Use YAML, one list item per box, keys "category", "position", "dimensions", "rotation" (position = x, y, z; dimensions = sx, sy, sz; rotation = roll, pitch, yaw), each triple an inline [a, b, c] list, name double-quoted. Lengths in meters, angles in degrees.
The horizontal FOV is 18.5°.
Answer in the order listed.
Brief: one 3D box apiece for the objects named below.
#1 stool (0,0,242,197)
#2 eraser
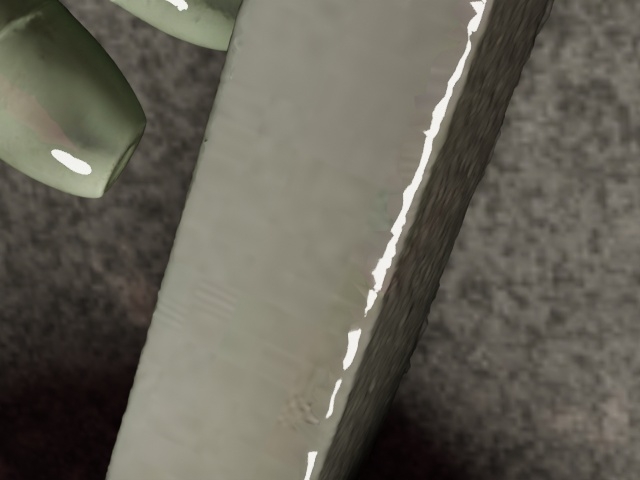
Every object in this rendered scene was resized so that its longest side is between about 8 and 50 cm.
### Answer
- category: "stool"
  position: [-0.090, -0.155, 0.606]
  dimensions: [0.199, 0.195, 0.195]
  rotation: [30, 118, 2]
- category: "eraser"
  position: [-0.001, 0.000, 0.665]
  dimensions: [0.077, 0.111, 0.352]
  rotation: [27, 125, 11]
